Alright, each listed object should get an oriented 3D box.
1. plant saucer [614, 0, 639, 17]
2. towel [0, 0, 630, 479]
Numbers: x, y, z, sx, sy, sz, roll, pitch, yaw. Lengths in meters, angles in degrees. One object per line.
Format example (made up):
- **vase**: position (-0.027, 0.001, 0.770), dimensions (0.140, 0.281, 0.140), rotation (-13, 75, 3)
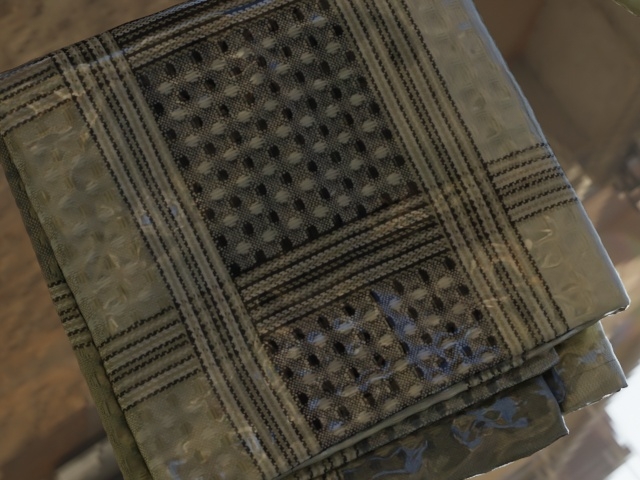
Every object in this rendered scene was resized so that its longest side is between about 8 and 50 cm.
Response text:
- **plant saucer**: position (0.349, -0.350, 1.343), dimensions (0.400, 0.400, 0.100), rotation (54, -28, 10)
- **towel**: position (0.000, 0.000, 0.929), dimensions (0.324, 0.312, 0.056), rotation (66, -19, 6)
